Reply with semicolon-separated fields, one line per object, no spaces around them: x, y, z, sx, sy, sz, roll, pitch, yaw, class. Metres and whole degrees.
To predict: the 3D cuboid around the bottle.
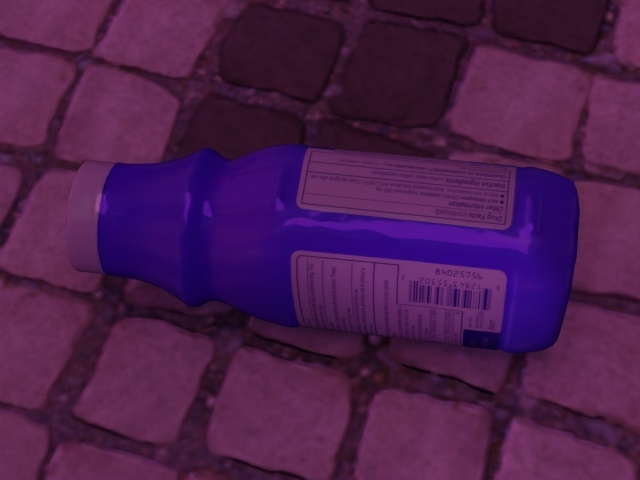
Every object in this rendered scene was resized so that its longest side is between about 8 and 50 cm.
0.000;0.000;0.739;0.283;0.118;0.092;6;63;8;bottle
